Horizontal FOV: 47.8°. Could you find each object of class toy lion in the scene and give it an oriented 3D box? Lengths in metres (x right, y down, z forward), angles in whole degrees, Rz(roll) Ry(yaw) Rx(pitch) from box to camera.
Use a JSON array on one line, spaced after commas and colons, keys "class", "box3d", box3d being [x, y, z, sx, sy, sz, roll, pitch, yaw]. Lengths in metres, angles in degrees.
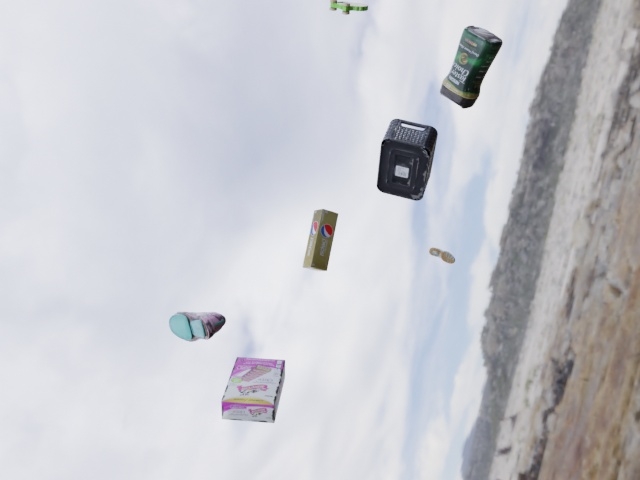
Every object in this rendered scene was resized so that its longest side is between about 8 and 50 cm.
[{"class": "toy lion", "box3d": [0.090, -0.708, 2.182, 0.096, 0.100, 0.034, -18, -55, -34]}]

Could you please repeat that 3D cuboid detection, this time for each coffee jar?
[{"class": "coffee jar", "box3d": [0.361, -0.418, 1.754, 0.079, 0.096, 0.184, -19, -41, -42]}]

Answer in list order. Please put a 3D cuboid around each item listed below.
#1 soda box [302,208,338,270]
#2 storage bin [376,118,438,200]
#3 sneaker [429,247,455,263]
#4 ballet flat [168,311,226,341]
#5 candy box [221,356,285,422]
[{"class": "soda box", "box3d": [0.000, 0.000, 2.172, 0.061, 0.058, 0.181, -7, 70, 64]}, {"class": "storage bin", "box3d": [0.212, -0.198, 1.785, 0.180, 0.122, 0.084, 92, -163, -47]}, {"class": "sneaker", "box3d": [0.360, 0.041, 2.113, 0.037, 0.083, 0.032, -1, -63, -62]}, {"class": "ballet flat", "box3d": [-0.290, 0.202, 1.742, 0.079, 0.221, 0.077, -15, -87, -33]}, {"class": "candy box", "box3d": [-0.198, 0.446, 2.180, 0.233, 0.159, 0.071, -79, -9, -64]}]
